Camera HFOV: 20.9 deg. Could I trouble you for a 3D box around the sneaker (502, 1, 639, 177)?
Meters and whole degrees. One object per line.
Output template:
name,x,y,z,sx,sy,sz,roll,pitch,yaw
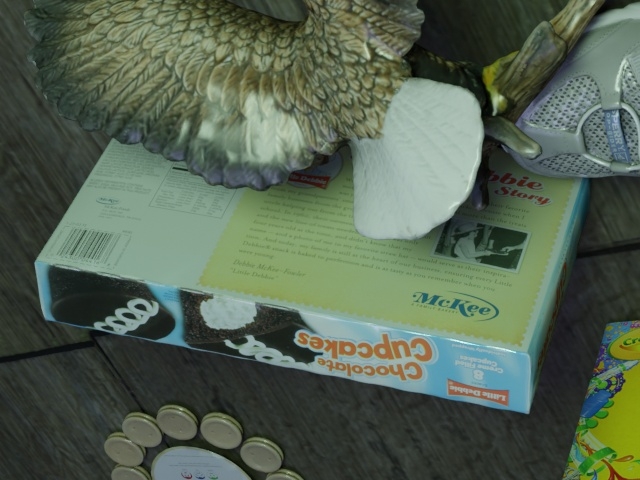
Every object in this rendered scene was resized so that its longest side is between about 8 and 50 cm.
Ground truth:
sneaker,0.230,-0.075,1.013,0.281,0.115,0.105,-7,127,28

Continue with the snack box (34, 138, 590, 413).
snack box,0.000,0.000,1.131,0.322,0.187,0.060,10,134,15

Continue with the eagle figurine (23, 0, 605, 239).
eagle figurine,-0.013,-0.132,1.015,0.298,0.226,0.225,32,159,-11

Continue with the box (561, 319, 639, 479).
box,0.287,0.244,1.168,0.177,0.279,0.290,-8,128,29

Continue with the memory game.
memory game,-0.096,0.206,1.487,0.186,0.012,0.186,12,134,12
